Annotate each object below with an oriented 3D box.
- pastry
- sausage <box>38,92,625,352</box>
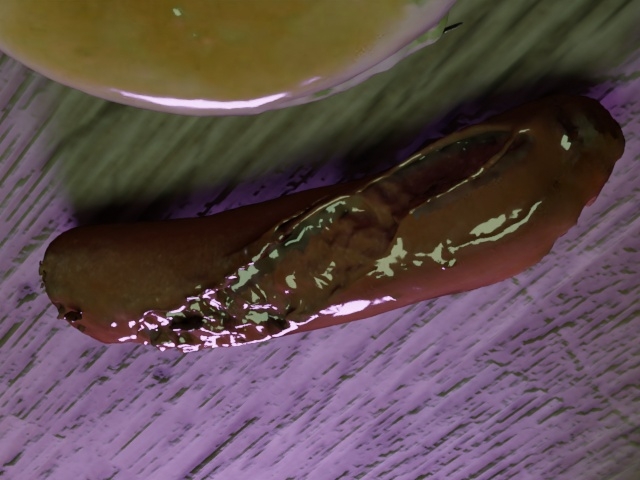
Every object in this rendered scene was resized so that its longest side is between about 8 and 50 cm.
[{"bbox_3d":[-0.041,-0.166,0.553,0.264,0.133,0.265,4,135,4],"label":"pastry"},{"bbox_3d":[0.000,0.002,0.752,0.326,0.079,0.087,-14,104,23],"label":"sausage"}]
